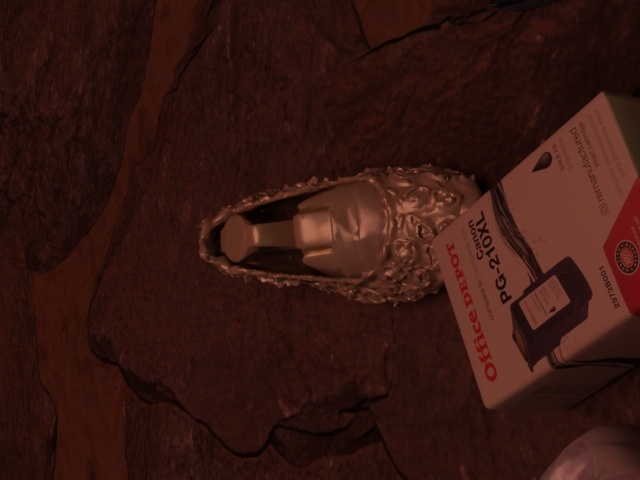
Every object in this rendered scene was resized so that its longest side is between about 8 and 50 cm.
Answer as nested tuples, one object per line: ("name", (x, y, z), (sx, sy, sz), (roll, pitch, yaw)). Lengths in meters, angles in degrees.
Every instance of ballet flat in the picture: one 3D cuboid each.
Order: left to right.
("ballet flat", (0.000, 0.000, 1.339), (0.409, 0.147, 0.147), (-7, 81, 54))

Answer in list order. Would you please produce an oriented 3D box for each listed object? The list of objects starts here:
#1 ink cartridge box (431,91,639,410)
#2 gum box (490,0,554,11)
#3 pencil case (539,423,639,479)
("ink cartridge box", (0.215, 0.018, 1.048), (0.237, 0.100, 0.172), (-44, 52, 44))
("gum box", (0.216, -0.311, 1.126), (0.157, 0.041, 0.184), (-6, 82, 55))
("pencil case", (0.270, 0.260, 0.937), (0.273, 0.113, 0.124), (50, 121, 44))
